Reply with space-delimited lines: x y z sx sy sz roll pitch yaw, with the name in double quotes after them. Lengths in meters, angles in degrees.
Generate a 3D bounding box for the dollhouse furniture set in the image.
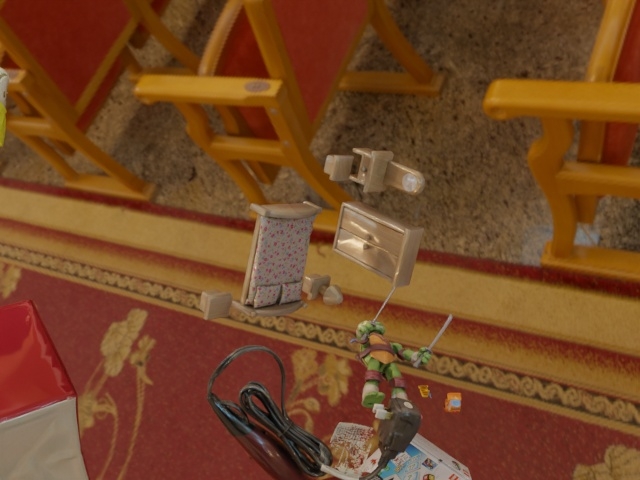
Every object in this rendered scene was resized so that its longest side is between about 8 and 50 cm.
0.000 0.000 1.238 0.174 0.355 0.303 27 114 40 "dollhouse furniture set"

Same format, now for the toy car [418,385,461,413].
0.275 0.375 1.650 0.040 0.122 0.060 -100 29 -52 "toy car"

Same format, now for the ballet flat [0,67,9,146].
-0.477 -0.234 0.980 0.077 0.231 0.077 -40 46 -21 "ballet flat"

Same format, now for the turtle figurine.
0.184 0.280 1.790 0.275 0.198 0.266 -21 45 21 "turtle figurine"

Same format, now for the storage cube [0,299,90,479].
-0.397 0.216 0.838 0.215 0.183 0.193 -16 39 -30 "storage cube"

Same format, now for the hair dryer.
-0.024 0.256 0.791 0.224 0.080 0.293 17 111 8 "hair dryer"

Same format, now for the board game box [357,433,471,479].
0.161 0.570 1.595 0.305 0.193 0.053 -49 13 17 "board game box"
